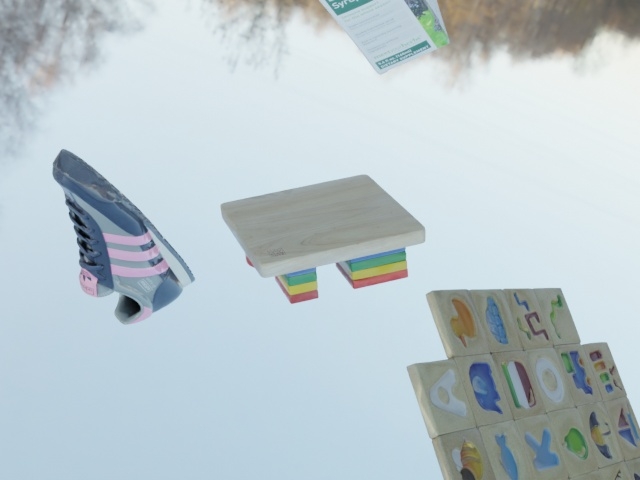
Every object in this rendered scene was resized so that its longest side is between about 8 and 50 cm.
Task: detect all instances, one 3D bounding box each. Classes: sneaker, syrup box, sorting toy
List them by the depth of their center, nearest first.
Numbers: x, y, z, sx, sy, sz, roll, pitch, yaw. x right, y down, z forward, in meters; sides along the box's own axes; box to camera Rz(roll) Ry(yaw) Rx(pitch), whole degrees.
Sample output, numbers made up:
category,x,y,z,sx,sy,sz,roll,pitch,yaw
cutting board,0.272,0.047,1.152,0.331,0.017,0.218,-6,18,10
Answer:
category,x,y,z,sx,sy,sz,roll,pitch,yaw
syrup box,0.047,-0.289,1.165,0.237,0.093,0.096,40,-147,-55
sneaker,-0.288,0.010,1.467,0.112,0.131,0.319,38,168,41
sorting toy,0.000,0.000,1.694,0.257,0.089,0.255,-12,-154,-15

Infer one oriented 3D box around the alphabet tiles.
category,x,y,z,sx,sy,sz,roll,pitch,yaw
alphabet tiles,0.197,0.175,0.914,0.342,0.011,0.285,2,-114,-51
